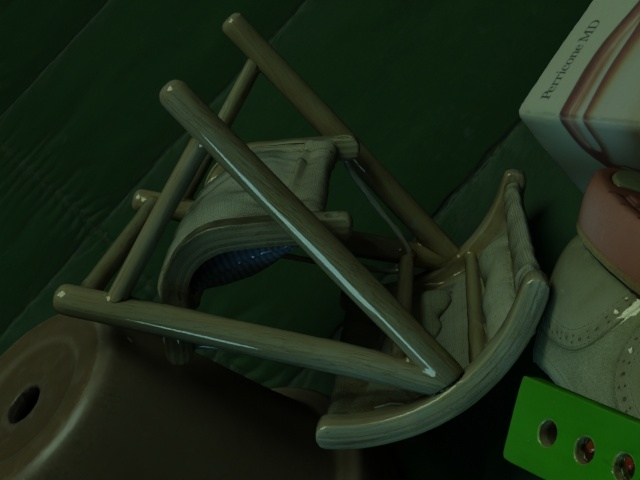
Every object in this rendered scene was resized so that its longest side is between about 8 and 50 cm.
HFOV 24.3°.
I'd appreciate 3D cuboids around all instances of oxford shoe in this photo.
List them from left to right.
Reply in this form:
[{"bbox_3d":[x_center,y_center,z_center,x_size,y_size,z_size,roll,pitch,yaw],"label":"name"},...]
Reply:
[{"bbox_3d":[0.224,0.117,0.734,0.147,0.140,0.397,-65,25,24],"label":"oxford shoe"}]

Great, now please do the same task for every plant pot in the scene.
[{"bbox_3d":[-0.114,0.169,0.953,0.263,0.229,0.263,-32,33,24],"label":"plant pot"}]

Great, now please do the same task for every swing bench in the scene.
[{"bbox_3d":[0.000,0.000,0.959,0.165,0.254,0.253,-60,4,17],"label":"swing bench"}]

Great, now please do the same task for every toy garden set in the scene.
[{"bbox_3d":[0.145,0.208,0.675,0.203,0.049,0.244,20,98,56],"label":"toy garden set"}]

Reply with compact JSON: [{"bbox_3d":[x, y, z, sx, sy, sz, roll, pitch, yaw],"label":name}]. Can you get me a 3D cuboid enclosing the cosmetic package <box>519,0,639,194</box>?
[{"bbox_3d":[0.280,-0.080,0.868,0.153,0.129,0.296,-55,31,-15],"label":"cosmetic package"}]
